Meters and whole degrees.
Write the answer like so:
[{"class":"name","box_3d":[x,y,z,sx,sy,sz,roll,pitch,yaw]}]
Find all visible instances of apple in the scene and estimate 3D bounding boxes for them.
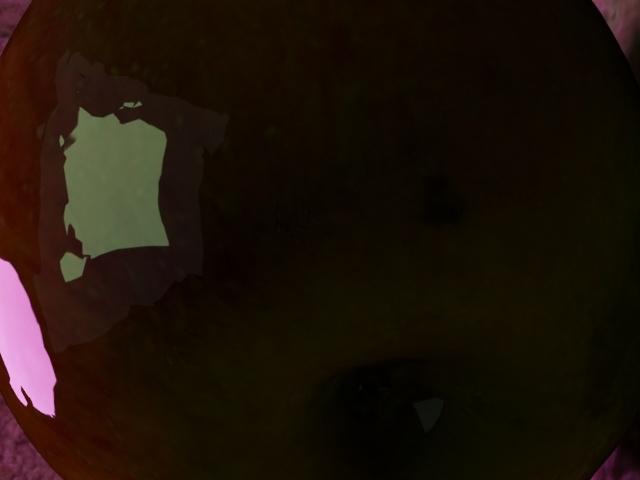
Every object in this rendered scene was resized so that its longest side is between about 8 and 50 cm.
[{"class":"apple","box_3d":[0.000,0.000,0.675,0.339,0.340,0.339,-171,90,-79]}]
